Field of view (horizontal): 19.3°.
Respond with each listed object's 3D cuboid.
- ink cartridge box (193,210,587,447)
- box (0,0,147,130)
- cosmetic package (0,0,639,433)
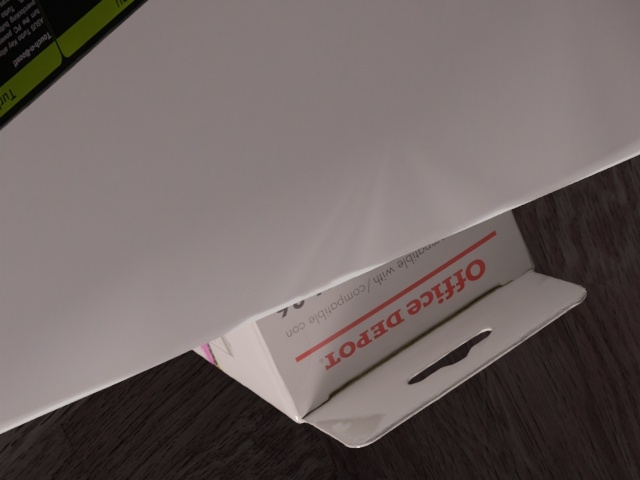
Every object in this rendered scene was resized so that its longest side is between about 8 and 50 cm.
[{"bbox_3d":[0.000,0.000,0.737,0.115,0.067,0.198,-33,-153,-18],"label":"ink cartridge box"},{"bbox_3d":[-0.092,-0.130,0.427,0.045,0.184,0.191,-5,-149,35],"label":"box"},{"bbox_3d":[-0.094,-0.184,0.713,0.327,0.329,0.394,-23,-157,1],"label":"cosmetic package"}]
